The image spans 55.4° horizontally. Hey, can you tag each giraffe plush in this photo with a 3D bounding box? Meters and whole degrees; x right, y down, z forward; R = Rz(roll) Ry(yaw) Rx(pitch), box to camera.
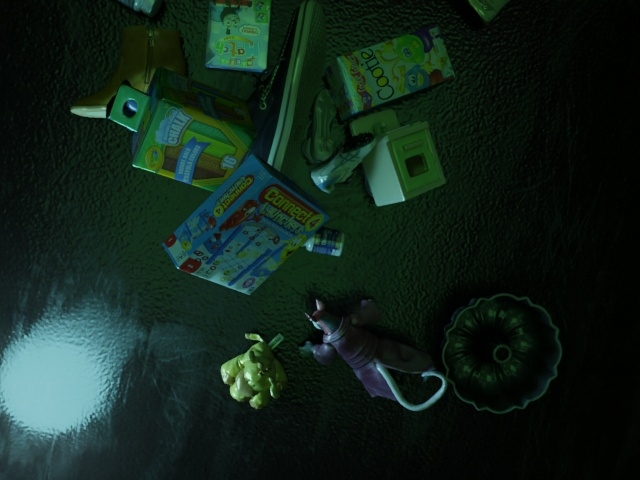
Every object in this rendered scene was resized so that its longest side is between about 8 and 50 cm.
[{"bbox_3d":[-0.162,0.352,1.599,0.181,0.170,0.210,28,93,-7],"label":"giraffe plush"}]

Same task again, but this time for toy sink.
[{"bbox_3d":[0.201,-0.227,1.567,0.153,0.131,0.234,-22,97,-30],"label":"toy sink"}]

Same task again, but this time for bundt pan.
[{"bbox_3d":[0.479,0.295,1.672,0.331,0.124,0.330,0,96,-4],"label":"bundt pan"}]

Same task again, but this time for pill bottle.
[{"bbox_3d":[0.000,0.000,1.630,0.120,0.067,0.067,10,95,-6],"label":"pill bottle"},{"bbox_3d":[-0.470,-0.624,1.525,0.137,0.078,0.078,31,92,-7],"label":"pill bottle"}]

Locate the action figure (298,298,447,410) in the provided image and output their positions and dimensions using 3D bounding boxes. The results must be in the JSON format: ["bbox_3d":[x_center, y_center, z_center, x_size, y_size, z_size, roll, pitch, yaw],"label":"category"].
[{"bbox_3d":[0.101,0.296,1.579,0.370,0.275,0.248,38,98,-21],"label":"action figure"}]

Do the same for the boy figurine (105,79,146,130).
[{"bbox_3d":[-0.374,-0.285,1.508,0.285,0.092,0.177,26,109,-33],"label":"boy figurine"}]

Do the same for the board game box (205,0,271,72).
[{"bbox_3d":[-0.210,-0.550,1.573,0.160,0.039,0.211,4,96,-6],"label":"board game box"}]

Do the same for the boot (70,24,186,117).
[{"bbox_3d":[-0.490,-0.429,1.540,0.295,0.104,0.211,-9,91,-9],"label":"boot"}]

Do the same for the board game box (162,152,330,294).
[{"bbox_3d":[-0.168,-0.026,1.482,0.302,0.308,0.086,-44,60,9],"label":"board game box"}]

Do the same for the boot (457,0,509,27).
[{"bbox_3d":[0.424,-0.694,1.594,0.165,0.077,0.213,-40,102,1],"label":"boot"}]

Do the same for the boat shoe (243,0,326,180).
[{"bbox_3d":[-0.107,-0.352,1.519,0.156,0.187,0.500,20,104,14],"label":"boat shoe"}]

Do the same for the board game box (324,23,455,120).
[{"bbox_3d":[0.172,-0.423,1.547,0.275,0.144,0.142,-22,96,-11],"label":"board game box"}]

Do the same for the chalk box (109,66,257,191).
[{"bbox_3d":[-0.318,-0.255,1.372,0.289,0.179,0.180,16,121,-27],"label":"chalk box"}]

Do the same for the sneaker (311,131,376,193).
[{"bbox_3d":[0.070,-0.198,1.559,0.086,0.237,0.085,44,48,-13],"label":"sneaker"}]

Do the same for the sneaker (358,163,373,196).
[{"bbox_3d":[0.141,-0.196,1.637,0.061,0.054,0.152,-21,100,-19],"label":"sneaker"}]

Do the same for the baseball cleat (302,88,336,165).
[{"bbox_3d":[-0.010,-0.296,1.599,0.072,0.109,0.205,20,63,-30],"label":"baseball cleat"}]
